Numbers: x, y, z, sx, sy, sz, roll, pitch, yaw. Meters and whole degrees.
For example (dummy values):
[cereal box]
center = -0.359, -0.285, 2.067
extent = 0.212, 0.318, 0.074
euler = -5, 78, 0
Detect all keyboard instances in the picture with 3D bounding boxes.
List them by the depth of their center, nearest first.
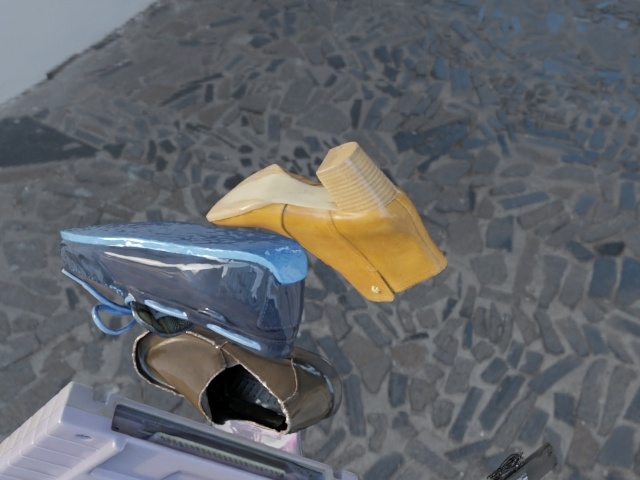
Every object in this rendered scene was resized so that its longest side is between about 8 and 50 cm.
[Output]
[keyboard]
center = 0.375, 0.452, 1.406
extent = 0.192, 0.100, 0.038
euler = -32, 33, -16

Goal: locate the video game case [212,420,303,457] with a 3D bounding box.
[video game case]
center = -0.132, 0.393, 1.488
extent = 0.196, 0.274, 0.026
euler = 11, 43, 16

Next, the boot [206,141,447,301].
[boot]
center = 0.001, -0.001, 0.942
extent = 0.295, 0.211, 0.104
euler = -13, 32, 42

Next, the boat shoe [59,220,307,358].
[boat shoe]
center = -0.122, 0.035, 0.547
extent = 0.109, 0.089, 0.258
euler = -11, 14, -41

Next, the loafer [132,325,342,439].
[loafer]
center = -0.091, 0.118, 0.648
extent = 0.220, 0.080, 0.078
euler = 7, 18, 29

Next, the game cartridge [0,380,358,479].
[game cartridge]
center = -0.163, 0.272, 0.816
extent = 0.355, 0.230, 0.068
euler = 26, 43, -27
